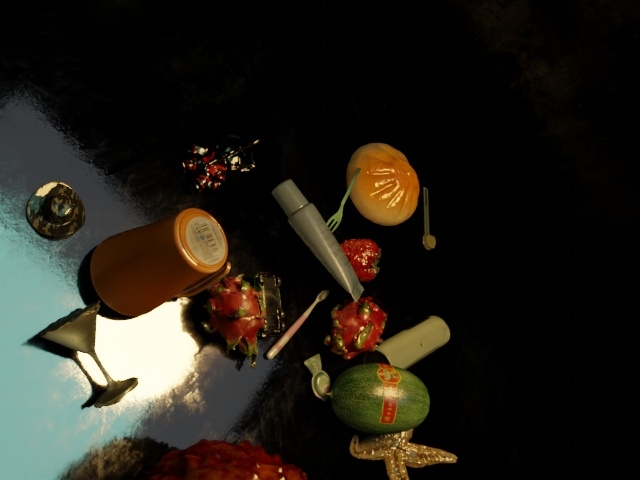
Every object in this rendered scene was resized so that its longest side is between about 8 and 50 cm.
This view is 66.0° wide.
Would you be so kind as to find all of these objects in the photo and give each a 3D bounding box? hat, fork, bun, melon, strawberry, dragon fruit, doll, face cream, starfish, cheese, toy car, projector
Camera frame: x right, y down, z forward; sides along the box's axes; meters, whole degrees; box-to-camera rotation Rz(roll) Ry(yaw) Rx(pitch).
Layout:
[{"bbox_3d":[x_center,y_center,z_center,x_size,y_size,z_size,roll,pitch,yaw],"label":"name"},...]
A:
[{"bbox_3d":[-0.523,-0.068,0.990,0.121,0.050,0.121,19,60,-36],"label":"hat"},{"bbox_3d":[0.077,-0.129,1.532,0.039,0.021,0.235,35,75,-32],"label":"fork"},{"bbox_3d":[0.236,-0.198,1.665,0.299,0.165,0.298,15,66,-39],"label":"bun"},{"bbox_3d":[0.149,0.419,1.312,0.288,0.182,0.182,5,69,-13],"label":"melon"},{"bbox_3d":[0.109,0.060,1.498,0.131,0.148,0.131,1,90,-77],"label":"strawberry"},{"bbox_3d":[0.099,0.246,1.380,0.166,0.160,0.172,84,27,-50],"label":"dragon fruit"},{"bbox_3d":[-0.253,-0.212,1.280,0.249,0.088,0.127,-41,124,-34],"label":"doll"},{"bbox_3d":[0.000,0.000,1.391,0.385,0.086,0.135,54,16,1],"label":"face cream"},{"bbox_3d":[-0.193,0.195,1.151,0.137,0.135,0.235,-13,101,-51],"label":"dragon fruit"},{"bbox_3d":[0.216,0.577,1.398,0.327,0.094,0.375,-1,60,-29],"label":"starfish"},{"bbox_3d":[-0.003,0.371,1.325,0.067,0.026,0.120,-17,87,-46],"label":"cheese"},{"bbox_3d":[-0.137,0.164,1.253,0.071,0.063,0.165,7,70,-42],"label":"toy car"},{"bbox_3d":[0.277,0.334,1.543,0.338,0.108,0.108,-15,85,-45],"label":"projector"}]

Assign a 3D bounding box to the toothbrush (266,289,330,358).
[{"bbox_3d":[-0.055,0.220,1.336,0.020,0.025,0.286,56,47,-12],"label":"toothbrush"}]

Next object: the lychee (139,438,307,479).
[{"bbox_3d":[-0.188,0.558,0.830,0.500,0.424,0.424,7,68,-15],"label":"lychee"}]

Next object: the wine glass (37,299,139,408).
[{"bbox_3d":[-0.431,0.220,0.932,0.122,0.122,0.182,-36,105,-44],"label":"wine glass"}]

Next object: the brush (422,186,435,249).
[{"bbox_3d":[0.408,-0.091,1.880,0.062,0.027,0.266,20,61,-37],"label":"brush"}]

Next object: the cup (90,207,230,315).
[{"bbox_3d":[-0.309,0.049,1.013,0.226,0.264,0.182,33,46,-44],"label":"cup"}]
